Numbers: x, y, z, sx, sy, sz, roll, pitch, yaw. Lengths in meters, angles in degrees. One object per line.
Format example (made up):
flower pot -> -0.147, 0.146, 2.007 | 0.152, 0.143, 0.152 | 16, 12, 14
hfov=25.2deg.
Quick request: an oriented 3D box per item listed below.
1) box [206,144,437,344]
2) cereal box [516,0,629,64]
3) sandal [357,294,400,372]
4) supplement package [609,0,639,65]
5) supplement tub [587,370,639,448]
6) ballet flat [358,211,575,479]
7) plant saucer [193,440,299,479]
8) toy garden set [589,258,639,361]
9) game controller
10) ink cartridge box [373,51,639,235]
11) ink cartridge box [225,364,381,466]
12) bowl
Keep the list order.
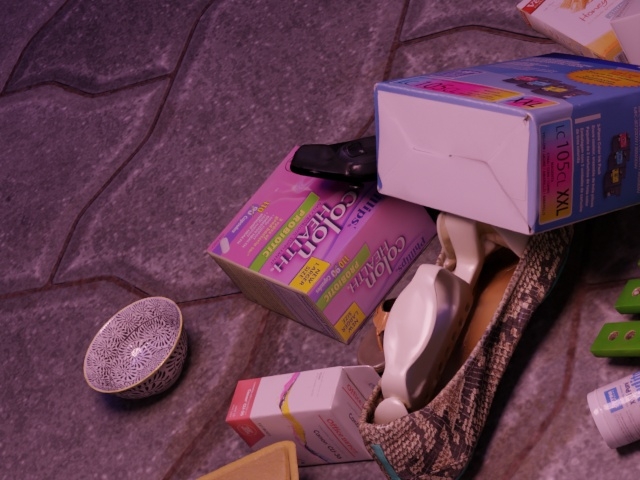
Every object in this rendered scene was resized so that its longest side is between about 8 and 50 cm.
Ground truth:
box -> 0.000, 0.000, 2.012 | 0.213, 0.117, 0.243 | -50, 39, -16
cereal box -> 0.418, -0.346, 2.087 | 0.173, 0.047, 0.240 | -40, 37, -3
sandal -> 0.105, 0.096, 1.881 | 0.180, 0.049, 0.072 | -49, 38, -14
supplement package -> 0.495, -0.292, 1.886 | 0.179, 0.105, 0.105 | -11, 30, 43
supplement tub -> 0.356, 0.179, 1.573 | 0.107, 0.071, 0.071 | -26, 39, 15
ballet flat -> 0.178, 0.071, 1.740 | 0.164, 0.182, 0.482 | 1, 52, 41
plant saucer -> -0.141, 0.440, 1.701 | 0.333, 0.081, 0.332 | -26, 38, 15
toy garden set -> 0.445, 0.045, 1.637 | 0.204, 0.049, 0.244 | -9, 41, 56
game controller -> 0.114, -0.122, 1.960 | 0.319, 0.067, 0.166 | -13, 8, -39
ink cartridge box -> 0.298, -0.137, 1.782 | 0.396, 0.151, 0.270 | -13, 21, -38
ink cartridge box -> -0.002, 0.221, 1.784 | 0.198, 0.115, 0.067 | -12, 43, 31
bowl -> -0.250, 0.171, 2.069 | 0.170, 0.080, 0.170 | -23, 40, 20
